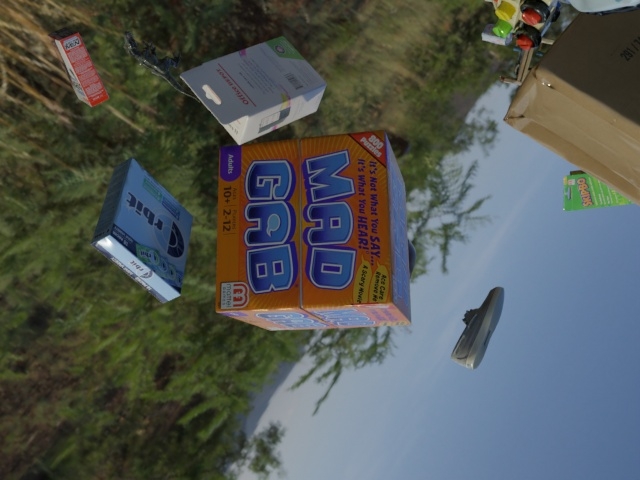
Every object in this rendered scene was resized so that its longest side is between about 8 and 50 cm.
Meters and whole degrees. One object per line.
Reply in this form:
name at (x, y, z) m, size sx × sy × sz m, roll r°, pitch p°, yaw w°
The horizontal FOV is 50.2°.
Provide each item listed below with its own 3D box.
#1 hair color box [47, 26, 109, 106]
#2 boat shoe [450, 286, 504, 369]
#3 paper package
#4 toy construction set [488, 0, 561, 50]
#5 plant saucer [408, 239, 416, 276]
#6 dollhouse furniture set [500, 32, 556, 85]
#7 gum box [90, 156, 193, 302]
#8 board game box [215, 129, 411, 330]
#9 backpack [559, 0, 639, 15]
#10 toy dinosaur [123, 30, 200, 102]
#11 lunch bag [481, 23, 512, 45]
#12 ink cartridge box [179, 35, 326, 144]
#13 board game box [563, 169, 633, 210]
hair color box at (-0.567, -0.406, 1.602) m, size 0.053 × 0.093 × 0.167 m, roll -33°, pitch 128°, yaw -22°
boat shoe at (0.391, 0.209, 1.711) m, size 0.227 × 0.081 × 0.079 m, roll -62°, pitch 147°, yaw -18°
paper package at (0.545, -0.266, 1.179) m, size 0.325 × 0.309 × 0.168 m, roll -49°, pitch 167°, yaw -22°
toy construction set at (0.305, -0.439, 1.145) m, size 0.151 × 0.215 × 0.328 m, roll -58°, pitch 166°, yaw 15°
plant saucer at (0.247, 0.094, 2.043) m, size 0.198 × 0.036 × 0.198 m, roll -163°, pitch -90°, yaw -89°
dollhouse furniture set at (0.567, -0.495, 1.865) m, size 0.183 × 0.129 × 0.129 m, roll -63°, pitch 165°, yaw -68°
gum box at (-0.275, -0.018, 1.083) m, size 0.041 × 0.157 × 0.184 m, roll -24°, pitch -141°, yaw 21°
board game box at (0.000, 0.000, 1.520) m, size 0.356 × 0.357 × 0.356 m, roll 44°, pitch 43°, yaw -71°
backpack at (0.387, -0.402, 0.735) m, size 0.355 × 0.273 × 0.290 m, roll -46°, pitch -148°, yaw 11°
toy dinosaur at (-0.436, -0.485, 1.867) m, size 0.064 × 0.268 × 0.118 m, roll -32°, pitch -138°, yaw 28°
lunch bag at (0.494, -0.573, 1.901) m, size 0.083 × 0.071 × 0.053 m, roll -36°, pitch 141°, yaw -51°
ink cartridge box at (-0.185, -0.393, 1.823) m, size 0.353 × 0.207 × 0.119 m, roll -30°, pitch 162°, yaw -33°
board game box at (0.860, -0.161, 2.050) m, size 0.039 × 0.260 × 0.124 m, roll -89°, pitch 170°, yaw -60°
